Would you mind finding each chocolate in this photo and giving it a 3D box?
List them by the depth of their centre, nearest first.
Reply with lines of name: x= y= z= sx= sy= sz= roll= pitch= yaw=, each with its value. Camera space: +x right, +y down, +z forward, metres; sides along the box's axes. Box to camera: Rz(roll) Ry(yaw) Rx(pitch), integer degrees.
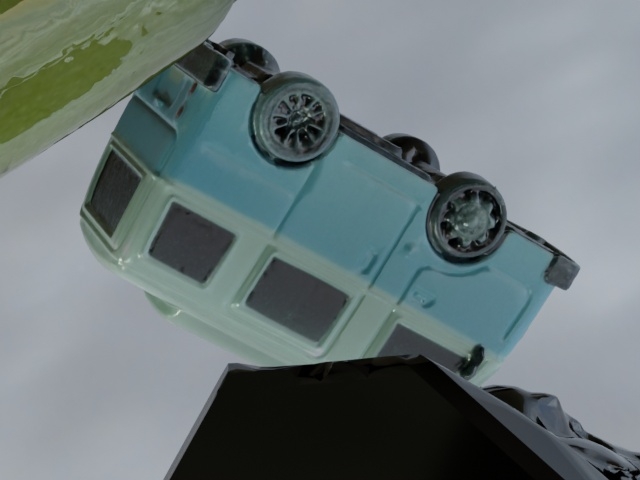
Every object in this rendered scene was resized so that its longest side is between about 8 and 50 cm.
chocolate: x=0.050 y=0.094 z=0.395 sx=0.156 sy=0.156 sz=0.133 roll=-3 pitch=-176 yaw=34

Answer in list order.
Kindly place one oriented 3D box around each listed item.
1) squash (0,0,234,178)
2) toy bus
squash: x=-0.124 y=-0.011 z=0.313 sx=0.250 sy=0.083 sz=0.083 roll=-31 pitch=-149 yaw=-32
toy bus: x=0.000 y=0.000 z=1.111 sx=0.165 sy=0.271 sz=0.133 roll=-60 pitch=-155 yaw=4
